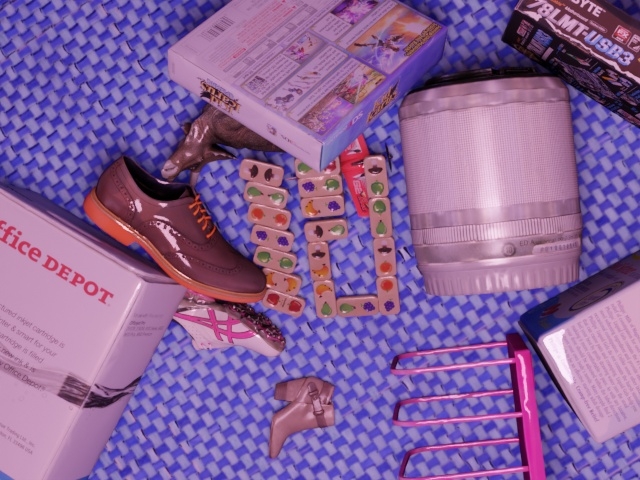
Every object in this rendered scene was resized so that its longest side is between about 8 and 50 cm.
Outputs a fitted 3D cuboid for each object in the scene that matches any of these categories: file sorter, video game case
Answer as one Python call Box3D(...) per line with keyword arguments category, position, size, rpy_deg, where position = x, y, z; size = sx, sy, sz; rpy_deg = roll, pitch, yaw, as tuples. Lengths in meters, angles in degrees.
Box3D(category="file sorter", position=(0.194, 0.284, 1.562), size=(0.182, 0.202, 0.291), rpy_deg=(-7, 91, 6))
Box3D(category="video game case", position=(-0.013, -0.235, 1.522), size=(0.244, 0.061, 0.269), rpy_deg=(32, 57, 21))

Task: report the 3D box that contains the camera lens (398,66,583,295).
Box3D(category="camera lens", position=(0.219, -0.077, 1.540), size=(0.219, 0.219, 0.274), rpy_deg=(-6, 91, 5))

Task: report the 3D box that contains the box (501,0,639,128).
Box3D(category="box", position=(0.369, -0.215, 1.487), size=(0.293, 0.295, 0.073), rpy_deg=(34, 94, 4))

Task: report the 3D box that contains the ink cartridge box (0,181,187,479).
Box3D(category="ink cartridge box", position=(-0.400, 0.157, 1.602), size=(0.285, 0.166, 0.395), rpy_deg=(30, 94, 16))

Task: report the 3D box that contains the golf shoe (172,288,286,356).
Box3D(category="golf shoe", position=(-0.135, 0.120, 1.655), size=(0.186, 0.067, 0.086), rpy_deg=(28, 100, 13))

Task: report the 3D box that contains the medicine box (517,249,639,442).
Box3D(category="medicine box", position=(0.417, 0.102, 1.506), size=(0.289, 0.263, 0.149), rpy_deg=(-30, 89, 5))

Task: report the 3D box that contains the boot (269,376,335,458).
Box3D(category="boot", position=(-0.024, 0.247, 1.659), size=(0.086, 0.042, 0.119), rpy_deg=(6, 92, 2))

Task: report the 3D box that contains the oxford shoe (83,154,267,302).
Box3D(category="oxford shoe", position=(-0.175, -0.011, 1.584), size=(0.271, 0.097, 0.098), rpy_deg=(31, 114, -13))

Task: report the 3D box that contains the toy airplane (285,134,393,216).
Box3D(category="toy airplane", position=(0.027, -0.096, 1.651), size=(0.151, 0.028, 0.151), rpy_deg=(0, 86, 6))

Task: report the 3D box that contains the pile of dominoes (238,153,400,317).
Box3D(category="pile of dominoes", position=(0.000, 0.000, 1.606), size=(0.195, 0.040, 0.251), rpy_deg=(-5, 113, 5))

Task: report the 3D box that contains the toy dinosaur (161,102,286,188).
Box3D(category="toy dinosaur", position=(-0.071, -0.169, 1.614), size=(0.313, 0.160, 0.121), rpy_deg=(-11, 56, -5))
